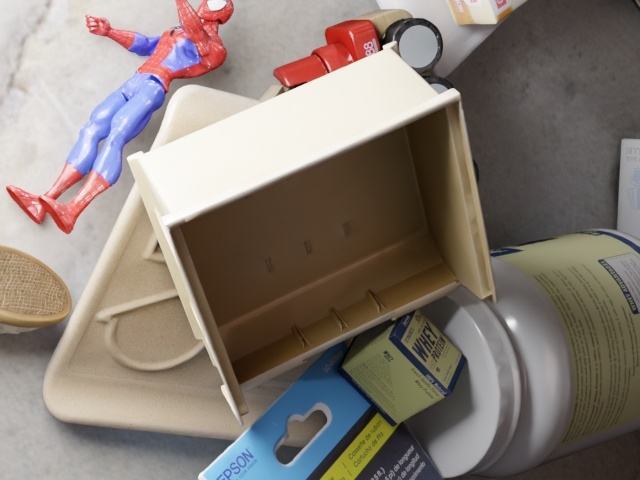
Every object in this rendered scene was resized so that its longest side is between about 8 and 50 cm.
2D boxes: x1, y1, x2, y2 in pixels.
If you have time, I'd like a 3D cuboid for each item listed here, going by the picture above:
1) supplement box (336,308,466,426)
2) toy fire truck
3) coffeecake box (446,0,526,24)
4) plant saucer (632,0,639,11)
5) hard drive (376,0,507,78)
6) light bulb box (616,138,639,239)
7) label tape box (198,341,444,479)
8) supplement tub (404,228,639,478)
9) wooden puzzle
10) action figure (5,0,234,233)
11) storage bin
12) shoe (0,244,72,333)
[{"bbox_3d":[0.078,0.120,1.412,0.083,0.083,0.056,46,38,-11],"label":"supplement box"},{"bbox_3d":[0.020,-0.100,1.482,0.246,0.158,0.217,-21,105,-16],"label":"toy fire truck"},{"bbox_3d":[0.201,-0.337,1.566,0.185,0.068,0.142,-38,116,-28],"label":"coffeecake box"},{"bbox_3d":[0.458,-0.398,1.822,0.310,0.050,0.311,-5,99,-37],"label":"plant saucer"},{"bbox_3d":[0.109,-0.381,1.564,0.233,0.047,0.353,-45,119,-24],"label":"hard drive"},{"bbox_3d":[0.550,0.063,1.748,0.225,0.358,0.361,0,94,-35],"label":"light bulb box"},{"bbox_3d":[0.025,0.307,1.402,0.348,0.115,0.249,54,42,-6],"label":"label tape box"},{"bbox_3d":[0.224,0.121,1.572,0.324,0.235,0.236,-10,101,-41],"label":"supplement tub"},{"bbox_3d":[-0.071,0.029,1.402,0.322,0.080,0.348,11,116,-33],"label":"wooden puzzle"},{"bbox_3d":[-0.186,-0.154,1.338,0.280,0.091,0.139,-49,129,-22],"label":"action figure"},{"bbox_3d":[0.000,0.000,1.284,0.262,0.123,0.260,-25,130,-11],"label":"storage bin"},{"bbox_3d":[-0.321,0.042,1.289,0.219,0.058,0.077,13,56,-41],"label":"shoe"}]
